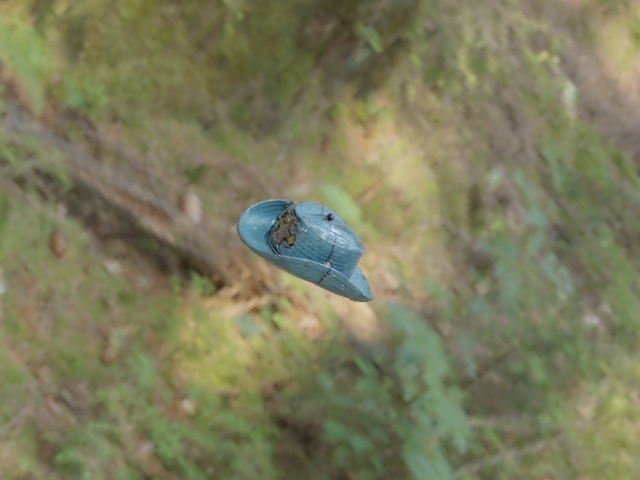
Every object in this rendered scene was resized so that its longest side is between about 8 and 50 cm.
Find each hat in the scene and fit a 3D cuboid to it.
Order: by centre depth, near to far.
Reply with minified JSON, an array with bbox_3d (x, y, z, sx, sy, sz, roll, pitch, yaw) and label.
[{"bbox_3d":[0.000,0.000,2.045,0.191,0.078,0.138,22,28,-33],"label":"hat"}]
